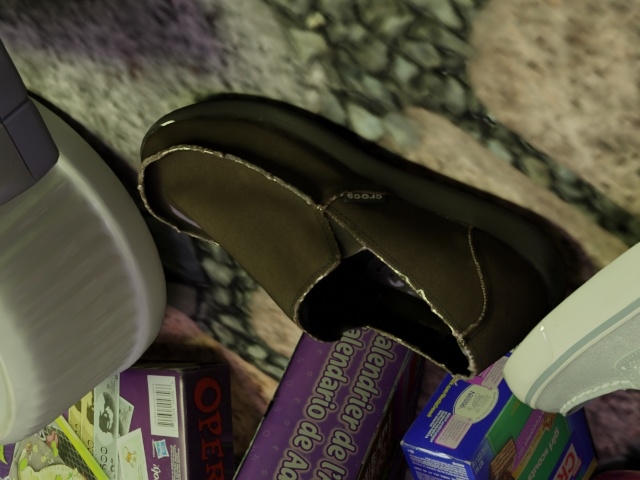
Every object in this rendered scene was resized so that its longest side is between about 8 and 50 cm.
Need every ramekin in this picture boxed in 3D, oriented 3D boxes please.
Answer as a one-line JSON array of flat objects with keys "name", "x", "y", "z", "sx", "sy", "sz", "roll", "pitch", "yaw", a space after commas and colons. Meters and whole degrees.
[{"name": "ramekin", "x": -0.200, "y": 0.020, "z": 0.846, "sx": 0.207, "sy": 0.109, "sz": 0.207, "roll": 24, "pitch": 138, "yaw": 23}]

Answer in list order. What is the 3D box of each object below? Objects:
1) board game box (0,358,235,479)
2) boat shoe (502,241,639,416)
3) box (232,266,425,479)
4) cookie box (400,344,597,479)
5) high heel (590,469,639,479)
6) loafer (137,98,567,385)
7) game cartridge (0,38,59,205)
[{"name": "board game box", "x": -0.133, "y": 0.247, "z": 0.957, "sx": 0.208, "sy": 0.056, "sz": 0.346, "roll": -1, "pitch": 92, "yaw": 39}, {"name": "boat shoe", "x": 0.151, "y": 0.033, "z": 0.580, "sx": 0.081, "sy": 0.079, "sz": 0.227, "roll": 58, "pitch": 145, "yaw": 10}, {"name": "box", "x": -0.007, "y": 0.172, "z": 0.794, "sx": 0.057, "sy": 0.201, "sz": 0.293, "roll": 17, "pitch": 144, "yaw": 11}, {"name": "cookie box", "x": 0.089, "y": 0.103, "z": 0.727, "sx": 0.040, "sy": 0.092, "sz": 0.107, "roll": 14, "pitch": 142, "yaw": 35}, {"name": "high heel", "x": 0.119, "y": 0.189, "z": 0.780, "sx": 0.082, "sy": 0.117, "sz": 0.244, "roll": 49, "pitch": 145, "yaw": -18}, {"name": "loafer", "x": 0.000, "y": 0.000, "z": 0.691, "sx": 0.220, "sy": 0.078, "sz": 0.080, "roll": 19, "pitch": 143, "yaw": 24}, {"name": "game cartridge", "x": -0.271, "y": -0.156, "z": 0.700, "sx": 0.355, "sy": 0.068, "sz": 0.230, "roll": 26, "pitch": 153, "yaw": 41}]
